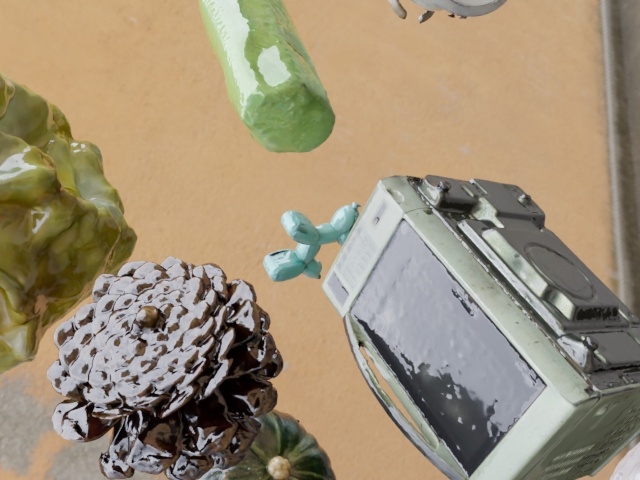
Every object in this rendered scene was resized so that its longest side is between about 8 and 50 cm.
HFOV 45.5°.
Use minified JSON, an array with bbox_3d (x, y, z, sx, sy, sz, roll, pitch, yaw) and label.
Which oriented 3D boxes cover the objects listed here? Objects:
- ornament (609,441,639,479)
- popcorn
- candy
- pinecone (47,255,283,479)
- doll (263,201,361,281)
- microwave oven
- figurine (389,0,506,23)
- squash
[{"bbox_3d":[0.661,0.481,1.325,0.337,0.337,0.337,-56,16,25],"label":"ornament"},{"bbox_3d":[-0.374,-0.026,0.757,0.292,0.334,0.293,-25,25,7],"label":"popcorn"},{"bbox_3d":[-0.083,-0.261,1.067,0.142,0.132,0.343,85,167,-45],"label":"candy"},{"bbox_3d":[-0.089,0.081,0.454,0.140,0.120,0.140,-14,44,14],"label":"pinecone"},{"bbox_3d":[0.000,0.000,1.226,0.059,0.159,0.159,55,127,41],"label":"doll"},{"bbox_3d":[0.242,0.112,1.041,0.394,0.333,0.247,54,126,34],"label":"microwave oven"},{"bbox_3d":[0.128,-0.290,0.838,0.132,0.132,0.154,-65,16,-7],"label":"figurine"},{"bbox_3d":[-0.080,0.321,0.983,0.172,0.218,0.218,118,172,-58],"label":"squash"}]
